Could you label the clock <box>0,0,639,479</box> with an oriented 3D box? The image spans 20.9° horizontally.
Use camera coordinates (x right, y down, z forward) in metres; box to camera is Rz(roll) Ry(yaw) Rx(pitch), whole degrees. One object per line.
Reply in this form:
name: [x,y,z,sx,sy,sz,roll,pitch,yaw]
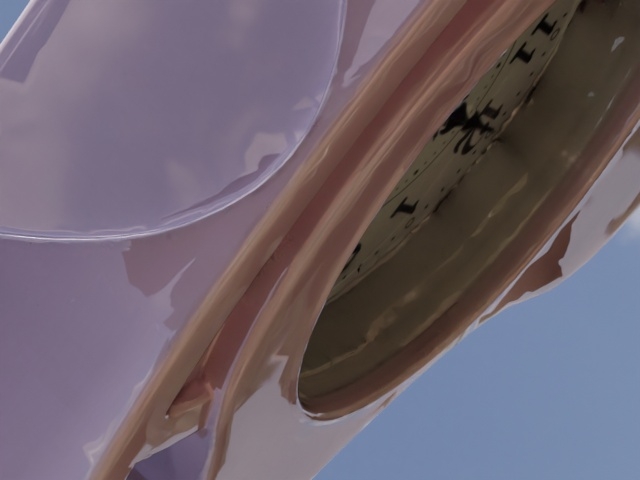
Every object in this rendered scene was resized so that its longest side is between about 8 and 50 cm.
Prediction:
clock: [0.000,0.000,0.462,0.290,0.080,0.275,-51,-18,7]
